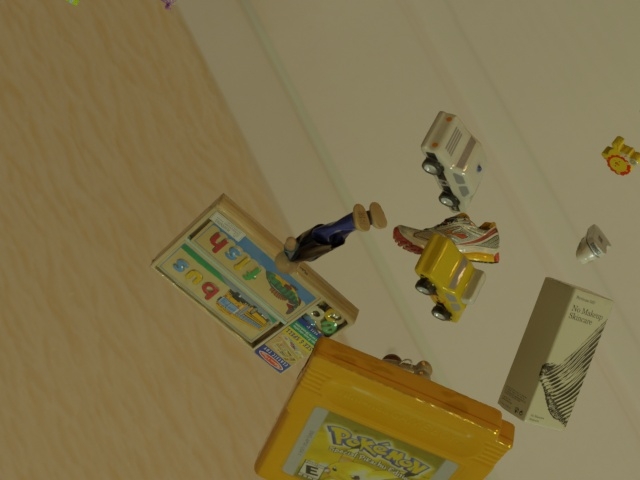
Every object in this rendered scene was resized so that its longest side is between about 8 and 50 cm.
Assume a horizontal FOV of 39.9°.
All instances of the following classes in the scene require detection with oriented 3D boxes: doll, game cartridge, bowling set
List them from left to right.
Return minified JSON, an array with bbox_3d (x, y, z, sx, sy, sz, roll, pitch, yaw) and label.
[{"bbox_3d":[0.000,0.000,1.257,0.189,0.046,0.129,-28,167,40],"label":"doll"},{"bbox_3d":[0.077,0.288,1.222,0.323,0.285,0.052,114,-1,-47],"label":"game cartridge"},{"bbox_3d":[0.207,0.331,2.025,0.154,0.199,0.287,2,134,9],"label":"bowling set"}]

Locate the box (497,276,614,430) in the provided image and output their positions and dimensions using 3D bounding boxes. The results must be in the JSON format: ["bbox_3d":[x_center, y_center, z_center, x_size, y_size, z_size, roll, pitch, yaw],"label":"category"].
[{"bbox_3d":[0.455,0.219,1.707,0.113,0.275,0.094,16,-174,-25],"label":"box"}]

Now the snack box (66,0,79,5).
[{"bbox_3d":[-0.444,-0.440,1.265,0.207,0.174,0.070,20,113,-39],"label":"snack box"}]

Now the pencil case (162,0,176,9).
[{"bbox_3d":[-0.277,-0.587,1.885,0.206,0.088,0.086,-43,-152,-9],"label":"pencil case"}]

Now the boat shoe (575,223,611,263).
[{"bbox_3d":[0.317,0.008,1.037,0.035,0.035,0.100,-38,178,24],"label":"boat shoe"}]

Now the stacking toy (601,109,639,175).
[{"bbox_3d":[0.482,-0.195,1.182,0.167,0.052,0.221,-46,172,-23],"label":"stacking toy"}]

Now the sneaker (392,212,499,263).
[{"bbox_3d":[0.242,-0.010,1.696,0.225,0.092,0.088,6,179,-22],"label":"sneaker"}]

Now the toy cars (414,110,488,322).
[{"bbox_3d":[0.238,-0.025,1.492,0.087,0.393,0.176,14,-156,34],"label":"toy cars"}]

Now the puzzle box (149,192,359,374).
[{"bbox_3d":[-0.151,0.108,1.969,0.272,0.409,0.052,-39,-163,36],"label":"puzzle box"}]
